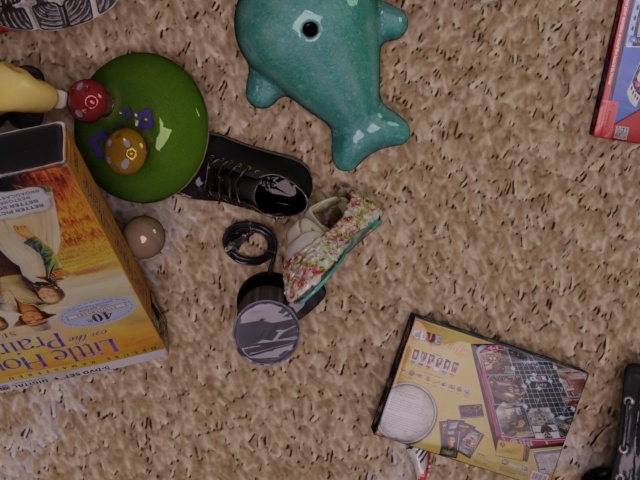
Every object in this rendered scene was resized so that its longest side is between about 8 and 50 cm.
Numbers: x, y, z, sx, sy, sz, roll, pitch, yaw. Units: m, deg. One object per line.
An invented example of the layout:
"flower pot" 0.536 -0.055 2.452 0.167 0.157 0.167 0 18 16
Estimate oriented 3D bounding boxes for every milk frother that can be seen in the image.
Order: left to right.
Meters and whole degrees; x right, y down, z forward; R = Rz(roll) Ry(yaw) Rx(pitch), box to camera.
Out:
"milk frother" -0.077 0.061 1.520 0.143 0.135 0.129 35 100 -9

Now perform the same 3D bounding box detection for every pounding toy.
"pounding toy" -0.245 -0.109 1.452 0.183 0.110 0.237 23 102 21

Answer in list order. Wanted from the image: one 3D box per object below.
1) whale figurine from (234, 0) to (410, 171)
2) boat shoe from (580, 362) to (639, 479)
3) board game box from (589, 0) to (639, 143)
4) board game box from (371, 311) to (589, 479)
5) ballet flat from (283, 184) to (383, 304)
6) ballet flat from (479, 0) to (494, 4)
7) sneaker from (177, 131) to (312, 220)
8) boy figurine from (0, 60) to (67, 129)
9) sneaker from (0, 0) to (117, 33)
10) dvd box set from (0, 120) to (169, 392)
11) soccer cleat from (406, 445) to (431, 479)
"whale figurine" 0.009 -0.212 1.453 0.216 0.141 0.272 -26 104 4
"boat shoe" 0.402 0.316 1.611 0.113 0.127 0.340 20 113 24
"board game box" 0.434 -0.256 1.513 0.145 0.027 0.281 8 103 -5
"board game box" 0.208 0.209 1.599 0.243 0.042 0.165 19 94 -6
"ballet flat" 0.000 0.000 1.467 0.091 0.241 0.077 -40 93 30
"ballet flat" 0.184 -0.321 1.479 0.188 0.070 0.070 15 103 -3
"sneaker" -0.118 -0.081 1.492 0.222 0.118 0.083 7 104 -3
"boy figurine" -0.378 -0.158 1.382 0.177 0.285 0.092 0 101 -3
"sneaker" -0.357 -0.292 1.432 0.279 0.118 0.107 -6 101 12
"dvd box set" -0.374 0.044 1.411 0.307 0.062 0.420 -11 146 2
"soccer cleat" 0.131 0.290 1.638 0.035 0.029 0.083 8 100 6
